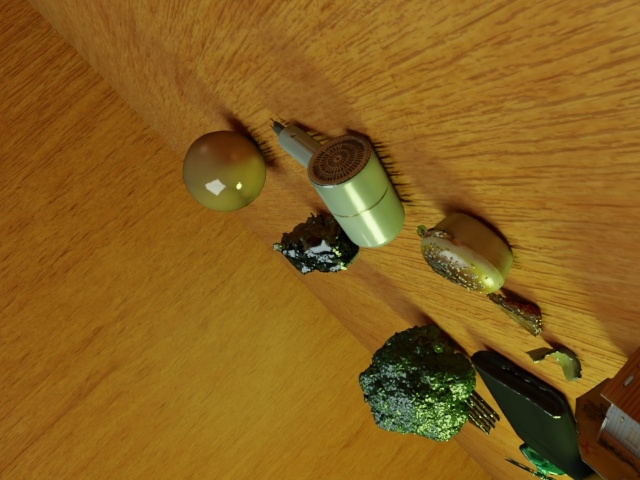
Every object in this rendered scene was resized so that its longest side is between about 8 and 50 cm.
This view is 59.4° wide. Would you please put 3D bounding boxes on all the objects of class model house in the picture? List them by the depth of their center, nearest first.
[{"bbox_3d":[0.404,0.190,0.628,0.219,0.207,0.136,47,139,50],"label":"model house"}]

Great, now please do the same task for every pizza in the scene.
[{"bbox_3d":[0.321,0.119,0.883,0.099,0.029,0.100,41,176,-35],"label":"pizza"}]

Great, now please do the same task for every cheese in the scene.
[{"bbox_3d":[0.376,0.191,0.904,0.084,0.041,0.060,25,172,15],"label":"cheese"}]

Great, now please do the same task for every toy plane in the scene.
[{"bbox_3d":[0.604,0.583,1.448,0.235,0.096,0.060,22,165,18],"label":"toy plane"}]

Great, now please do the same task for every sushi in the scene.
[{"bbox_3d":[0.000,0.000,1.375,0.212,0.147,0.115,0,131,51],"label":"sushi"}]

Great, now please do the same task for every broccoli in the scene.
[{"bbox_3d":[0.269,0.369,1.484,0.304,0.321,0.283,33,-153,3],"label":"broccoli"}]

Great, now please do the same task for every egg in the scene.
[{"bbox_3d":[-0.230,-0.168,1.372,0.201,0.201,0.244,48,167,-22],"label":"egg"}]

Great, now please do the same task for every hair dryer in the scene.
[{"bbox_3d":[0.000,-0.136,0.973,0.357,0.107,0.173,47,174,45],"label":"hair dryer"}]

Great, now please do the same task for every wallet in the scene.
[{"bbox_3d":[0.490,0.405,1.266,0.228,0.062,0.406,33,164,49],"label":"wallet"}]

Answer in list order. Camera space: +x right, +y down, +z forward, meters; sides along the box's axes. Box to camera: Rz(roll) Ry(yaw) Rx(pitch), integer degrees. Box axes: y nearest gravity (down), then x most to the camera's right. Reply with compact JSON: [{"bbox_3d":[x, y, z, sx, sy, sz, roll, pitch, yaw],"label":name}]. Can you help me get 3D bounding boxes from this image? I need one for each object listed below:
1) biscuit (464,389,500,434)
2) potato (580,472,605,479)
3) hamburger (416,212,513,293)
[{"bbox_3d":[0.450,0.496,1.755,0.252,0.070,0.106,46,171,-11],"label":"biscuit"},{"bbox_3d":[0.638,0.609,1.208,0.248,0.169,0.143,58,-164,-18],"label":"potato"},{"bbox_3d":[0.198,0.019,0.791,0.141,0.081,0.126,43,170,2],"label":"hamburger"}]
